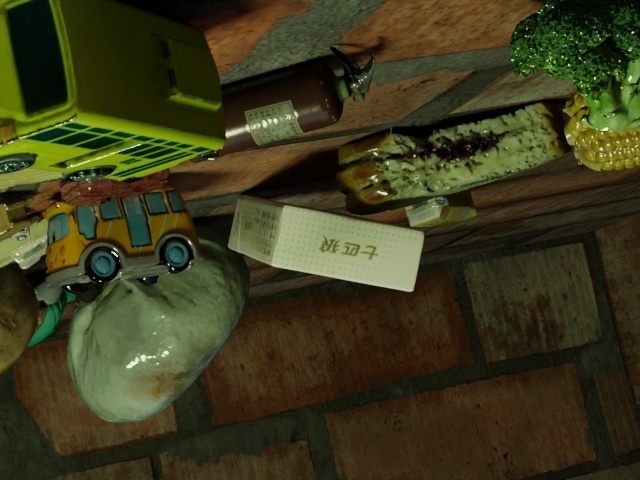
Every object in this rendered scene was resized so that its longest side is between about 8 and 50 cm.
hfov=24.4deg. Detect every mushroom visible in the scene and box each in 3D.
[{"bbox_3d":[-0.534,0.105,2.200,0.255,0.184,0.255,0,-158,0],"label":"mushroom"}]

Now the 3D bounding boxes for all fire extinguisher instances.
[{"bbox_3d":[-0.044,-0.151,1.572,0.231,0.071,0.099,-15,145,13],"label":"fire extinguisher"}]

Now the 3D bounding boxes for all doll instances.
[{"bbox_3d":[-0.499,0.095,2.466,0.195,0.153,0.258,-32,-172,6],"label":"doll"}]

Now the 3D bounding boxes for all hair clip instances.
[{"bbox_3d":[-0.373,-0.006,2.086,0.218,0.071,0.159,-18,173,-7],"label":"hair clip"}]

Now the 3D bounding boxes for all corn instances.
[{"bbox_3d":[0.489,-0.194,1.901,0.387,0.144,0.144,-18,171,34],"label":"corn"}]

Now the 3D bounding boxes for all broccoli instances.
[{"bbox_3d":[0.286,-0.195,1.496,0.195,0.156,0.195,-8,-154,4],"label":"broccoli"}]

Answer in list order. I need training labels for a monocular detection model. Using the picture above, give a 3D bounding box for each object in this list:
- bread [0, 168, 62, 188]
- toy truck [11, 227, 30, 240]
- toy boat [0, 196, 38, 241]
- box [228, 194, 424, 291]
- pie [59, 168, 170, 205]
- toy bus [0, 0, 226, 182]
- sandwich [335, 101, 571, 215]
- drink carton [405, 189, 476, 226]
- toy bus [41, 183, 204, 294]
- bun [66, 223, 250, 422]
[{"bbox_3d":[-0.330,-0.092,1.630,0.193,0.036,0.112,-11,169,10],"label":"bread"},{"bbox_3d":[-0.436,-0.019,2.000,0.083,0.039,0.044,-9,158,-16],"label":"toy truck"},{"bbox_3d":[-0.466,-0.013,1.907,0.206,0.064,0.072,-14,-173,7],"label":"toy boat"},{"bbox_3d":[0.001,0.000,2.175,0.210,0.095,0.330,11,-177,-15],"label":"box"},{"bbox_3d":[-0.259,-0.078,1.864,0.153,0.038,0.153,-14,171,-2],"label":"pie"},{"bbox_3d":[-0.189,-0.126,1.232,0.150,0.128,0.262,-16,172,23],"label":"toy bus"},{"bbox_3d":[0.182,-0.116,2.106,0.288,0.099,0.254,-17,173,32],"label":"sandwich"},{"bbox_3d":[0.205,-0.064,2.680,0.084,0.074,0.200,-18,173,33],"label":"drink carton"},{"bbox_3d":[-0.272,-0.007,1.986,0.209,0.136,0.126,-8,173,-29],"label":"toy bus"},{"bbox_3d":[-0.286,0.125,2.443,0.211,0.362,0.362,39,143,-26],"label":"bun"}]
